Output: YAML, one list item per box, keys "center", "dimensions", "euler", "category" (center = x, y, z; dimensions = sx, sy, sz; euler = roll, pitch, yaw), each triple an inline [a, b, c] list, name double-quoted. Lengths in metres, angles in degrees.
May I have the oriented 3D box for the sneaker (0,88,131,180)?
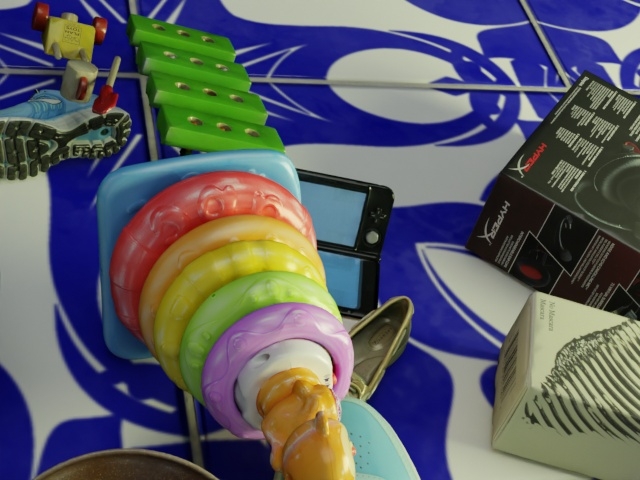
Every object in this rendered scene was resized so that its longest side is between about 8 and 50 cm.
- center: [-0.260, -0.103, 0.946]
  dimensions: [0.162, 0.063, 0.073]
  euler: [-11, 42, -36]
  category: "sneaker"

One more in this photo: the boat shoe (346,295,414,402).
- center: [0.028, 0.101, 0.837]
  dimensions: [0.056, 0.048, 0.153]
  euler: [36, 48, 17]
  category: "boat shoe"

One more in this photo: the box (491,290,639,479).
- center: [0.285, 0.142, 0.842]
  dimensions: [0.275, 0.094, 0.113]
  euler: [15, 45, -2]
  category: "box"

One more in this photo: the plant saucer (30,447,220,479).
- center: [-0.125, 0.233, 0.646]
  dimensions: [0.199, 0.036, 0.198]
  euler: [6, 67, -15]
  category: "plant saucer"

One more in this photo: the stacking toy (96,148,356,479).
- center: [-0.042, 0.071, 0.702]
  dimensions: [0.166, 0.175, 0.302]
  euler: [-8, 31, -21]
  category: "stacking toy"

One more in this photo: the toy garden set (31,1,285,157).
- center: [-0.162, -0.142, 0.958]
  dimensions: [0.204, 0.049, 0.244]
  euler: [10, 30, -25]
  category: "toy garden set"

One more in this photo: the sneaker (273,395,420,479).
- center: [0.044, 0.201, 0.633]
  dimensions: [0.127, 0.208, 0.319]
  euler: [1, 51, -12]
  category: "sneaker"

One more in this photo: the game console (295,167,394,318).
- center: [0.000, 0.000, 0.911]
  dimensions: [0.122, 0.107, 0.071]
  euler: [11, 18, -7]
  category: "game console"

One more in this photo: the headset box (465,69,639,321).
- center: [0.323, -0.010, 0.983]
  dimensions: [0.293, 0.110, 0.218]
  euler: [31, 48, 13]
  category: "headset box"
